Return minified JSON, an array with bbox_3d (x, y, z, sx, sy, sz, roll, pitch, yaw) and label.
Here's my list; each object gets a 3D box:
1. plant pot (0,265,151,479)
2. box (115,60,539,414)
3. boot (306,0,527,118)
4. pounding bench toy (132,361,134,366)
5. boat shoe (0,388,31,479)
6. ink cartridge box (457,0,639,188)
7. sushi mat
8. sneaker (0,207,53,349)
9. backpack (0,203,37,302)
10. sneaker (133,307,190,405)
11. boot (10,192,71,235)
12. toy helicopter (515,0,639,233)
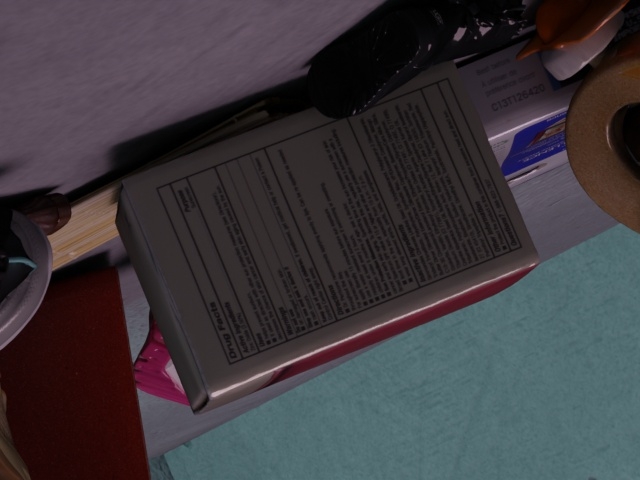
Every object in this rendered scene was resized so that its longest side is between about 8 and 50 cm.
[{"bbox_3d":[-0.267,0.187,1.632,0.236,0.267,0.267,-8,170,-9],"label":"plant pot"},{"bbox_3d":[0.000,0.000,1.284,0.232,0.148,0.127,-21,173,-11],"label":"box"},{"bbox_3d":[0.060,-0.117,1.202,0.099,0.045,0.121,-21,172,-41],"label":"boot"},{"bbox_3d":[-0.227,0.115,1.861,0.083,0.065,0.052,-28,171,33],"label":"pounding bench toy"},{"bbox_3d":[-0.278,0.102,1.348,0.121,0.110,0.341,-17,150,-8],"label":"boat shoe"},{"bbox_3d":[0.132,-0.086,1.546,0.303,0.072,0.307,-24,174,-1],"label":"ink cartridge box"},{"bbox_3d":[-0.140,-0.022,1.362,0.316,0.019,0.151,-26,171,19],"label":"sushi mat"},{"bbox_3d":[-0.275,0.044,1.092,0.281,0.105,0.115,-19,172,-23],"label":"sneaker"},{"bbox_3d":[-0.250,0.032,0.891,0.188,0.144,0.166,-51,164,20],"label":"backpack"},{"bbox_3d":[-0.086,0.026,1.590,0.103,0.111,0.252,19,140,-11],"label":"sneaker"},{"bbox_3d":[-0.225,0.008,1.245,0.106,0.037,0.114,-44,165,34],"label":"boot"},{"bbox_3d":[0.238,-0.124,1.250,0.140,0.235,0.355,-48,163,-31],"label":"toy helicopter"}]
